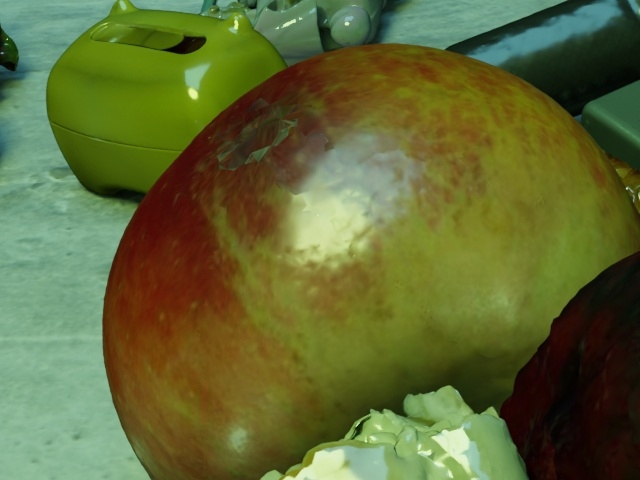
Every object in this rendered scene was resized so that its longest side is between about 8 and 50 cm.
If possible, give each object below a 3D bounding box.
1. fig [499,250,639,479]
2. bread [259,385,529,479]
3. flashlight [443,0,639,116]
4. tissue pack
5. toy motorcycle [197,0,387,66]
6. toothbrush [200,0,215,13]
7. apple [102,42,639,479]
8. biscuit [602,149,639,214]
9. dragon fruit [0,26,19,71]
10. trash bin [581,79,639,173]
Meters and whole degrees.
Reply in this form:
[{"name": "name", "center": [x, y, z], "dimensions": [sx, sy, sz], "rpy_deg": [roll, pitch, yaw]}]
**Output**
[{"name": "fig", "center": [0.187, 0.107, 0.566], "dimensions": [0.263, 0.224, 0.224], "rpy_deg": [8, 37, 25]}, {"name": "bread", "center": [-0.021, 0.203, 0.511], "dimensions": [0.314, 0.171, 0.192], "rpy_deg": [-38, 59, -9]}, {"name": "flashlight", "center": [0.208, -0.137, 1.028], "dimensions": [0.424, 0.103, 0.103], "rpy_deg": [-21, 32, -1]}, {"name": "tissue pack", "center": [-0.108, -0.098, 1.071], "dimensions": [0.178, 0.127, 0.123], "rpy_deg": [13, 41, 34]}, {"name": "toy motorcycle", "center": [-0.001, -0.201, 1.251], "dimensions": [0.225, 0.073, 0.152], "rpy_deg": [-35, 40, -31]}, {"name": "toothbrush", "center": [-0.101, -0.240, 1.398], "dimensions": [0.011, 0.014, 0.167], "rpy_deg": [1, 33, 3]}, {"name": "apple", "center": [0.000, 0.000, 0.757], "dimensions": [0.293, 0.163, 0.251], "rpy_deg": [-29, 34, 10]}, {"name": "biscuit", "center": [0.139, 0.030, 0.831], "dimensions": [0.126, 0.025, 0.206], "rpy_deg": [17, 60, 29]}, {"name": "dragon fruit", "center": [-0.339, -0.183, 1.285], "dimensions": [0.137, 0.135, 0.236], "rpy_deg": [-18, 13, 0]}, {"name": "trash bin", "center": [0.302, -0.065, 0.919], "dimensions": [0.236, 0.101, 0.176], "rpy_deg": [-22, 35, -12]}]
